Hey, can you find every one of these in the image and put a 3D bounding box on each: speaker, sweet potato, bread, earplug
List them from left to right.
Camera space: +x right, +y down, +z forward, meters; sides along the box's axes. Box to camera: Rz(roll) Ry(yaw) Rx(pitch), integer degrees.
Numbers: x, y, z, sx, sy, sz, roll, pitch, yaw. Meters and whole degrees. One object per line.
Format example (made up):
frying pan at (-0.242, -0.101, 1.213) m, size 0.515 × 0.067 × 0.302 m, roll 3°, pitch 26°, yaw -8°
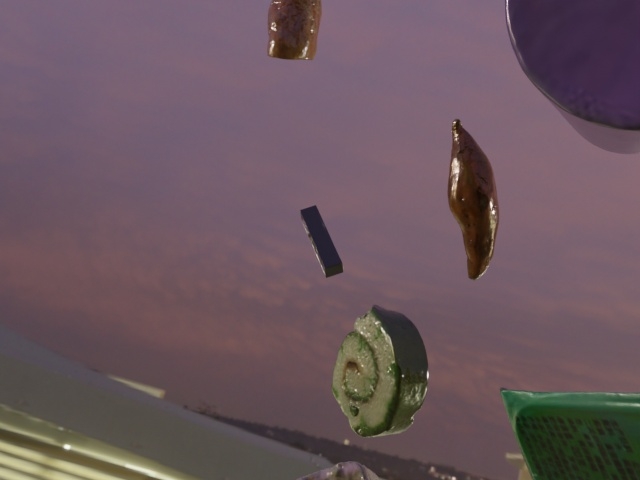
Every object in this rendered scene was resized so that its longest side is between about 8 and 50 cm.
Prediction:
sweet potato at (-0.045, -0.421, 1.085) m, size 0.097 × 0.252 × 0.097 m, roll 5°, pitch -19°, yaw 2°
speaker at (0.000, 0.000, 1.425) m, size 0.046 × 0.191 × 0.040 m, roll -18°, pitch -38°, yaw -7°
bread at (0.162, 0.381, 1.772) m, size 0.129 × 0.382 × 0.366 m, roll 6°, pitch -8°, yaw -28°
sweet potato at (0.332, -0.090, 1.306) m, size 0.112 × 0.359 × 0.112 m, roll -11°, pitch 0°, yaw 0°
earplug at (0.333, -0.193, 0.625) m, size 0.215 × 0.215 × 0.456 m, roll 7°, pitch 5°, yaw 25°

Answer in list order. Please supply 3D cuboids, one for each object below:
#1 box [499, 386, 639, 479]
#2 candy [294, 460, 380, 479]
box at (0.407, 0.292, 0.753) m, size 0.106 × 0.264 × 0.336 m, roll -21°, pitch -3°, yaw -27°
candy at (0.032, 0.440, 0.936) m, size 0.185 × 0.137 × 0.195 m, roll -24°, pitch -34°, yaw 4°
